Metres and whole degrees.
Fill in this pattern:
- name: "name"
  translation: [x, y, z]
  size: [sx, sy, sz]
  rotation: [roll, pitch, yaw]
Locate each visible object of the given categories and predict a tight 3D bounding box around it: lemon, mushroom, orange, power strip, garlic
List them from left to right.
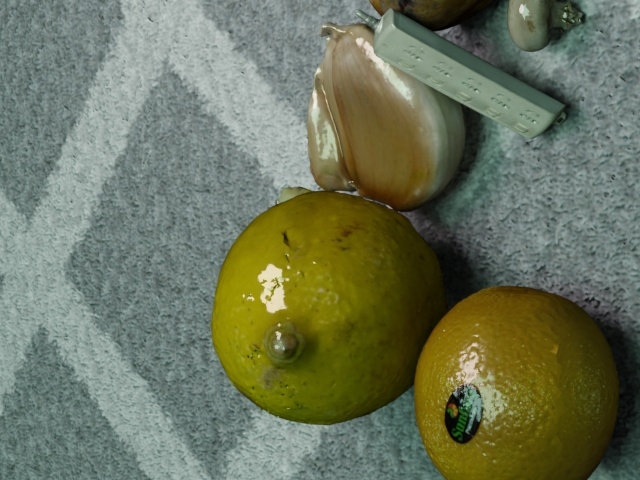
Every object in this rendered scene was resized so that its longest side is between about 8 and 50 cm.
- name: "lemon"
  translation: [0.006, 0.076, 1.905]
  size: [0.258, 0.310, 0.258]
  rotation: [7, 110, 20]
- name: "garlic"
  translation: [0.076, -0.148, 1.947]
  size: [0.217, 0.110, 0.228]
  rotation: [23, 133, 43]
- name: "power strip"
  translation: [0.146, -0.180, 1.830]
  size: [0.252, 0.027, 0.060]
  rotation: [28, 151, -6]
- name: "orange"
  translation: [0.206, 0.162, 1.810]
  size: [0.236, 0.236, 0.236]
  rotation: [9, 104, 43]
- name: "mushroom"
  translation: [0.237, -0.241, 1.817]
  size: [0.079, 0.085, 0.085]
  rotation: [2, 101, 9]

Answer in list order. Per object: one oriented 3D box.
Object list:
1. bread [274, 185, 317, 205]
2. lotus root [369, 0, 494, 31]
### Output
- name: "bread"
  translation: [0.000, 0.000, 2.071]
  size: [0.094, 0.083, 0.157]
  rotation: [-24, 103, 28]
- name: "lotus root"
  translation: [0.143, -0.352, 1.808]
  size: [0.193, 0.193, 0.291]
  rotation: [54, 130, 23]
